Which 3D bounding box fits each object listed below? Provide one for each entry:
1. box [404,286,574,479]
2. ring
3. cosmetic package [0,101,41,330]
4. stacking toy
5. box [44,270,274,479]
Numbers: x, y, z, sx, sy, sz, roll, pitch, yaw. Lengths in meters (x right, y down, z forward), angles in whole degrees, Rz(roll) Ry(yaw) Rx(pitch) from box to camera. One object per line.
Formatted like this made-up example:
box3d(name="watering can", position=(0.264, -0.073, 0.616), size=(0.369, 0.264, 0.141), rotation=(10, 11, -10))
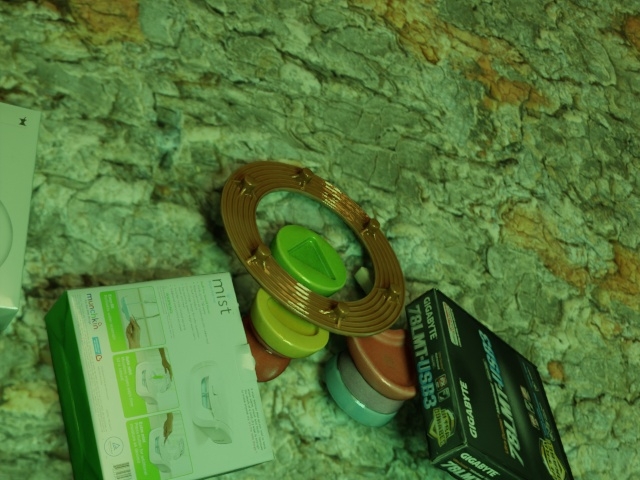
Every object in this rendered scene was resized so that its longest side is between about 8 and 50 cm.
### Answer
box3d(name="box", position=(0.259, 0.256, 1.337), size=(0.293, 0.073, 0.295), rotation=(38, 29, -31))
box3d(name="ring", position=(0.000, 0.000, 1.343), size=(0.336, 0.032, 0.337), rotation=(26, 37, -22))
box3d(name="cosmetic package", position=(-0.549, -0.060, 1.071), size=(0.377, 0.097, 0.284), rotation=(11, 62, -28))
box3d(name="stacking toy", position=(0.002, 0.137, 1.347), size=(0.309, 0.130, 0.279), rotation=(29, 31, -21))
box3d(name="box", position=(-0.209, 0.188, 1.151), size=(0.231, 0.127, 0.262), rotation=(-7, 73, -34))
